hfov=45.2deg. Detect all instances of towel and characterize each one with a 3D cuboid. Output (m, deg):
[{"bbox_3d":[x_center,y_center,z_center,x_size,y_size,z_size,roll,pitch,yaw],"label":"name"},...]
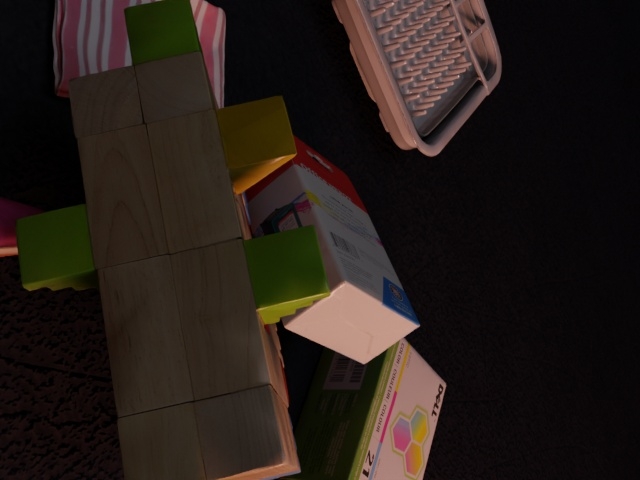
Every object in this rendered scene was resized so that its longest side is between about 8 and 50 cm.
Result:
[{"bbox_3d":[-0.158,-0.180,0.718,0.197,0.029,0.144,11,76,-50],"label":"towel"}]

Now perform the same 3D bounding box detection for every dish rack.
[{"bbox_3d":[0.135,-0.295,1.074,0.333,0.072,0.285,-49,121,-44],"label":"dish rack"}]

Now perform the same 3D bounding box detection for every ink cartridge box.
[{"bbox_3d":[0.088,0.247,0.896,0.255,0.097,0.188,47,50,-35],"label":"ink cartridge box"},{"bbox_3d":[0.000,0.000,0.798,0.134,0.078,0.231,32,27,-44],"label":"ink cartridge box"}]

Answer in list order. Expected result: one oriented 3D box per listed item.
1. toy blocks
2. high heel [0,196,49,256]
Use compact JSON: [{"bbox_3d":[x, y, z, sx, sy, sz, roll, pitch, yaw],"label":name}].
[{"bbox_3d":[-0.093,0.049,0.613,0.261,0.191,0.381,85,-8,-71],"label":"toy blocks"},{"bbox_3d":[-0.279,-0.046,0.508,0.244,0.082,0.117,2,84,-42],"label":"high heel"}]
